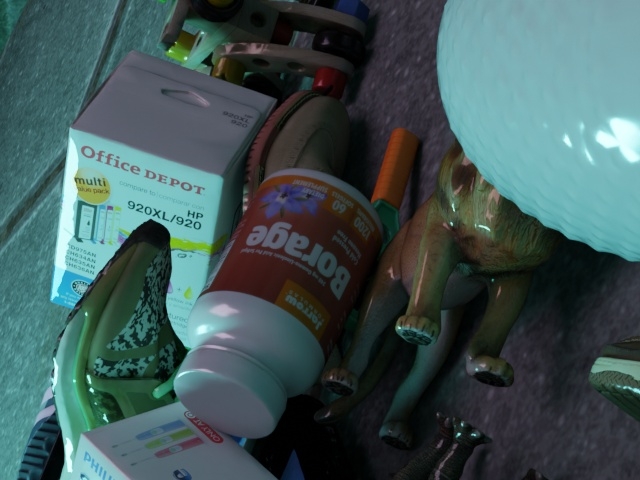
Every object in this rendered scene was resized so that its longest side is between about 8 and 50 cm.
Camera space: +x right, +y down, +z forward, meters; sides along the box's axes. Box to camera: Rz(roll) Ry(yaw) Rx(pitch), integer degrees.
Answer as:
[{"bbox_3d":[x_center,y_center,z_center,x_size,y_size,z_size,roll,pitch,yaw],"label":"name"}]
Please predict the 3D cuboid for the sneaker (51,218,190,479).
[{"bbox_3d":[-0.135,0.170,1.568,0.158,0.182,0.410,-57,-23,-57],"label":"sneaker"}]

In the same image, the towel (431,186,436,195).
[{"bbox_3d":[0.112,-0.018,1.579,0.060,0.009,0.083,-61,24,13],"label":"towel"}]

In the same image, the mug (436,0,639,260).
[{"bbox_3d":[0.261,-0.147,1.097,0.374,0.276,0.328,-40,19,-19],"label":"mug"}]

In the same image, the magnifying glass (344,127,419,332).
[{"bbox_3d":[0.055,-0.012,1.620,0.026,0.092,0.231,-39,27,47],"label":"magnifying glass"}]

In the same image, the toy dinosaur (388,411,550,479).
[{"bbox_3d":[0.082,0.219,1.308,0.160,0.121,0.313,-57,27,-8],"label":"toy dinosaur"}]

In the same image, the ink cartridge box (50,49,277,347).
[{"bbox_3d":[-0.166,-0.044,1.815,0.168,0.171,0.232,-63,-11,-52],"label":"ink cartridge box"}]

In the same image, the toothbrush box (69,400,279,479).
[{"bbox_3d":[-0.121,0.311,1.443,0.206,0.122,0.283,37,126,33],"label":"toothbrush box"}]

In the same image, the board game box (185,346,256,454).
[{"bbox_3d":[-0.188,0.284,1.859,0.389,0.050,0.390,-68,18,2],"label":"board game box"}]

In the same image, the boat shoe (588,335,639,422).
[{"bbox_3d":[0.273,0.084,1.074,0.095,0.095,0.257,-58,28,-12],"label":"boat shoe"}]

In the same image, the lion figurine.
[{"bbox_3d":[0.108,0.015,1.408,0.392,0.142,0.240,-33,34,59],"label":"lion figurine"}]

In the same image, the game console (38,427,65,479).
[{"bbox_3d":[-0.281,0.235,1.988,0.122,0.071,0.107,-67,17,1],"label":"game console"}]

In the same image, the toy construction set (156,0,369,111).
[{"bbox_3d":[-0.118,-0.187,1.928,0.308,0.237,0.257,-67,24,3],"label":"toy construction set"}]

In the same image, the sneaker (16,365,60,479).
[{"bbox_3d":[-0.293,0.213,2.156,0.131,0.112,0.319,145,146,-78],"label":"sneaker"}]

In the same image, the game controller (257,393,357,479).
[{"bbox_3d":[-0.011,0.274,1.522,0.166,0.067,0.319,-59,24,19],"label":"game controller"}]

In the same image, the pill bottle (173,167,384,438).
[{"bbox_3d":[-0.037,0.053,1.456,0.121,0.121,0.216,-33,25,53],"label":"pill bottle"}]

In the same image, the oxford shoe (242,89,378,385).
[{"bbox_3d":[0.000,0.000,1.705,0.147,0.140,0.397,-6,47,20],"label":"oxford shoe"}]
